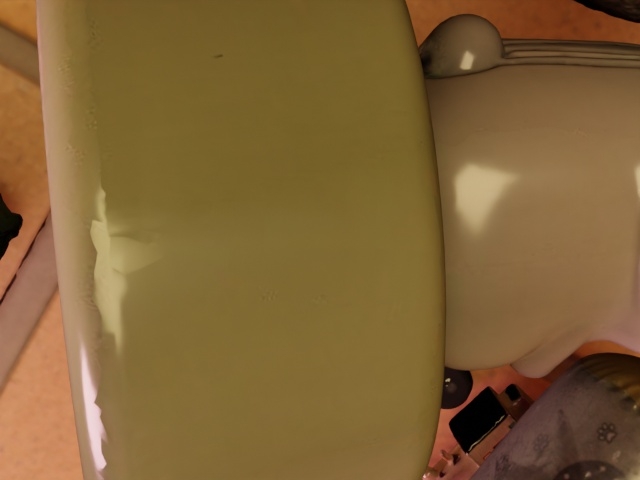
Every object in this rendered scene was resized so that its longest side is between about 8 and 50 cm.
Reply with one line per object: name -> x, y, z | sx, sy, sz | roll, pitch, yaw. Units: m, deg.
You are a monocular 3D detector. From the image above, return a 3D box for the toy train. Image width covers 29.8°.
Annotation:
toy train -> 0.087, 0.148, 0.675 | 0.138, 0.050, 0.087 | -45, 108, 6

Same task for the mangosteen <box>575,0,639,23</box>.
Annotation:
mangosteen -> 0.175, -0.221, 0.476 | 0.297, 0.313, 0.297 | 1, 121, 2

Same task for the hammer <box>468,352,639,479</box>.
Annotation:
hammer -> 0.184, 0.195, 0.646 | 0.305, 0.113, 0.202 | 34, 99, -35

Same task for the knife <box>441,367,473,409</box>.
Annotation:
knife -> 0.000, 0.000, 0.660 | 0.072, 0.019, 0.245 | -32, 100, 6

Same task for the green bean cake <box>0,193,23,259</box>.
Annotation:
green bean cake -> -0.249, -0.033, 0.526 | 0.227, 0.222, 0.125 | 42, 95, -8

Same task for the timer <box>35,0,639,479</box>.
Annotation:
timer -> 0.050, -0.015, 0.527 | 0.315, 0.291, 0.291 | -5, 102, -9
